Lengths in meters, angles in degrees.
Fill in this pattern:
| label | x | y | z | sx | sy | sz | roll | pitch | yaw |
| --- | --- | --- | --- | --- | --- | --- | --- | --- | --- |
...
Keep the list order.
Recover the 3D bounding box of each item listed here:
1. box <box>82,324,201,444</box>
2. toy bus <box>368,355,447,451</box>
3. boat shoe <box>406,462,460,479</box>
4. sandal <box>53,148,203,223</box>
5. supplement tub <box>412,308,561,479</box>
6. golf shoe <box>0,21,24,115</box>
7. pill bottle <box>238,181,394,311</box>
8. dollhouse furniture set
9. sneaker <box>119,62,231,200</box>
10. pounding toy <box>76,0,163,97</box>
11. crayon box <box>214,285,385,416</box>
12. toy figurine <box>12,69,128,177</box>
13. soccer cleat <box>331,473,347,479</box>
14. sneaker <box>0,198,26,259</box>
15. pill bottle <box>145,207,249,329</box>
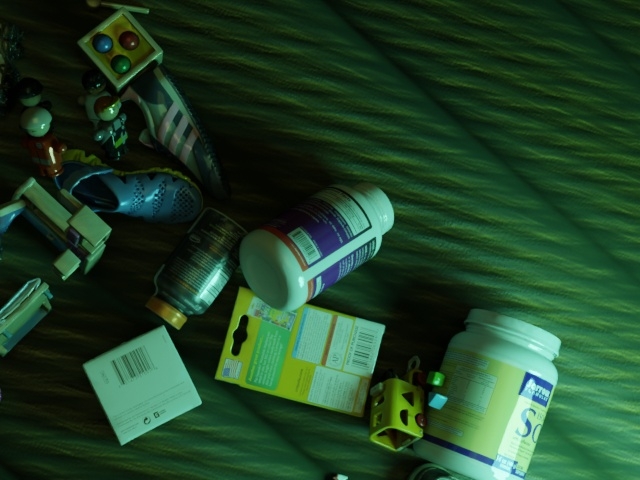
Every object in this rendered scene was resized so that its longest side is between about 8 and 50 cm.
| label | x | y | z | sx | sy | sz | roll | pitch | yaw |
| --- | --- | --- | --- | --- | --- | --- | --- | --- | --- |
| box | -0.362 | 0.289 | 1.843 | 0.181 | 0.119 | 0.181 | -26 | 90 | -12 |
| toy bus | 0.156 | 0.333 | 1.901 | 0.104 | 0.202 | 0.190 | 26 | 91 | -21 |
| boat shoe | 0.333 | 0.618 | 1.934 | 0.355 | 0.130 | 0.132 | 38 | 79 | -5 |
| sandal | -0.400 | -0.090 | 1.856 | 0.318 | 0.138 | 0.126 | 9 | 113 | -6 |
| supplement tub | 0.355 | 0.334 | 1.913 | 0.241 | 0.241 | 0.331 | 23 | 81 | -8 |
| golf shoe | -0.674 | -0.355 | 1.886 | 0.094 | 0.077 | 0.198 | 3 | 79 | 4 |
| pill bottle | 0.000 | 0.000 | 1.888 | 0.323 | 0.181 | 0.181 | -32 | 91 | -34 |
| dollhouse furniture set | -0.590 | 0.050 | 1.741 | 0.198 | 0.286 | 0.303 | 42 | 67 | -4 |
| sneaker | -0.306 | -0.208 | 1.929 | 0.131 | 0.112 | 0.318 | -29 | 87 | 5 |
| pounding toy | -0.428 | -0.446 | 1.923 | 0.181 | 0.094 | 0.206 | -42 | 93 | -12 |
| crayon box | -0.046 | 0.235 | 1.928 | 0.323 | 0.083 | 0.203 | 16 | 81 | -9 |
| toy figurine | -0.499 | -0.246 | 1.819 | 0.210 | 0.213 | 0.148 | -15 | 126 | -12 |
| soccer cleat | 0.039 | 0.541 | 1.939 | 0.036 | 0.029 | 0.083 | 7 | 78 | -6 |
| sneaker | -0.606 | -0.010 | 1.700 | 0.152 | 0.058 | 0.084 | -35 | 111 | -23 |
| pill bottle | -0.256 | 0.063 | 1.882 | 0.130 | 0.130 | 0.245 | 37 | 79 | -5 |
